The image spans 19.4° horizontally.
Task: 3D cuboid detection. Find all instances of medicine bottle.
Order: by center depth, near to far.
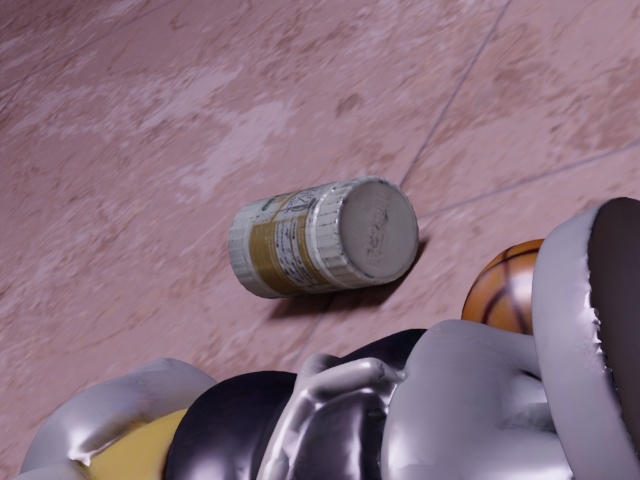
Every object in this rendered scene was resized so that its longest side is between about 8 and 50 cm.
[{"bbox_3d":[0.000,0.000,0.810,0.083,0.047,0.047,-10,37,54],"label":"medicine bottle"}]

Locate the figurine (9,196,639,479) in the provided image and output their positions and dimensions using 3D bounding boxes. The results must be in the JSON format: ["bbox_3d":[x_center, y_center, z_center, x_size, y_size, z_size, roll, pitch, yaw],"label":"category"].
[{"bbox_3d":[0.008,0.080,0.525,0.236,0.133,0.176,-27,16,27],"label":"figurine"}]
